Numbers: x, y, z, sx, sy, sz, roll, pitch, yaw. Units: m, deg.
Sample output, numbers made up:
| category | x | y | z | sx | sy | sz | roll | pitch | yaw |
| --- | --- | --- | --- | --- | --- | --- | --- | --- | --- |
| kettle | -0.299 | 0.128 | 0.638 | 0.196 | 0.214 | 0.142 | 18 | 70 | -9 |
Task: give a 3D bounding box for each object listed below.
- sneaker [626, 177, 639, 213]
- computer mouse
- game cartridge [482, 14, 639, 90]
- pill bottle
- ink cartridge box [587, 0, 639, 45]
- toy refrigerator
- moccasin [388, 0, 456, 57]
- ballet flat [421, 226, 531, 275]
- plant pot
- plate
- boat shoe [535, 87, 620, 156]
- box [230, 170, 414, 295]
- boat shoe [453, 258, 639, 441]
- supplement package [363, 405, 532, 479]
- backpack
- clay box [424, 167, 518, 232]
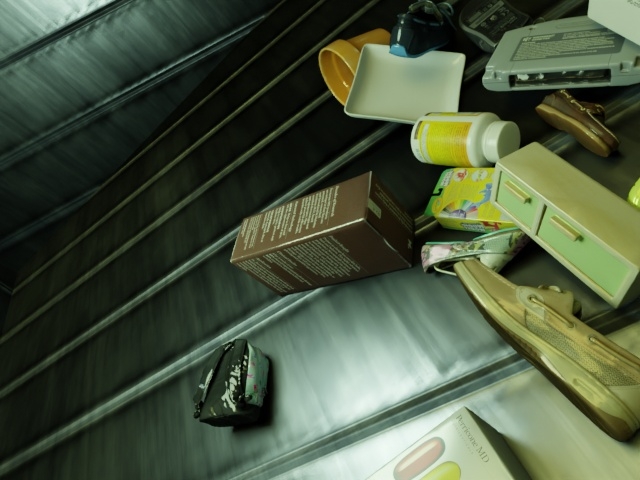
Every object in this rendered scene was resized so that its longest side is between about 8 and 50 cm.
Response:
| category | x | y | z | sx | sy | sz | roll | pitch | yaw |
| --- | --- | --- | --- | --- | --- | --- | --- | --- | --- |
| sneaker | 0.579 | -0.119 | 0.670 | 0.295 | 0.109 | 0.123 | -51 | 49 | 7 |
| computer mouse | 0.449 | -0.517 | 1.188 | 0.189 | 0.072 | 0.272 | -35 | 52 | 14 |
| game cartridge | 0.513 | -0.389 | 0.971 | 0.298 | 0.062 | 0.198 | 11 | 51 | 37 |
| pill bottle | 0.311 | -0.217 | 1.021 | 0.215 | 0.117 | 0.117 | 20 | 73 | 50 |
| ink cartridge box | 0.648 | -0.462 | 0.854 | 0.238 | 0.100 | 0.171 | -17 | 43 | 2 |
| toy refrigerator | 0.391 | -0.031 | 0.735 | 0.094 | 0.102 | 0.269 | -27 | 51 | -11 |
| moccasin | 0.289 | -0.582 | 1.262 | 0.138 | 0.116 | 0.342 | 16 | 39 | 17 |
| ballet flat | 0.288 | 0.030 | 0.882 | 0.222 | 0.077 | 0.079 | -12 | 69 | 43 |
| plant pot | 0.131 | -0.527 | 1.410 | 0.188 | 0.205 | 0.205 | -37 | 37 | -11 |
| plate | 0.223 | -0.398 | 1.231 | 0.278 | 0.045 | 0.277 | 11 | 60 | 9 |
| boat shoe | 0.495 | -0.233 | 0.893 | 0.073 | 0.073 | 0.206 | -39 | 39 | 15 |
| box | 0.000 | 0.000 | 1.077 | 0.382 | 0.191 | 0.143 | -14 | 49 | 35 |
| boat shoe | 0.342 | 0.129 | 0.711 | 0.110 | 0.121 | 0.341 | -42 | 49 | 2 |
| supplement package | 0.165 | 0.370 | 0.651 | 0.244 | 0.134 | 0.139 | -42 | 39 | 9 |
| backpack | -0.189 | 0.316 | 1.054 | 0.152 | 0.115 | 0.181 | -14 | 48 | 21 |
| clay box | 0.328 | -0.081 | 0.941 | 0.222 | 0.053 | 0.127 | 9 | 65 | 48 |
